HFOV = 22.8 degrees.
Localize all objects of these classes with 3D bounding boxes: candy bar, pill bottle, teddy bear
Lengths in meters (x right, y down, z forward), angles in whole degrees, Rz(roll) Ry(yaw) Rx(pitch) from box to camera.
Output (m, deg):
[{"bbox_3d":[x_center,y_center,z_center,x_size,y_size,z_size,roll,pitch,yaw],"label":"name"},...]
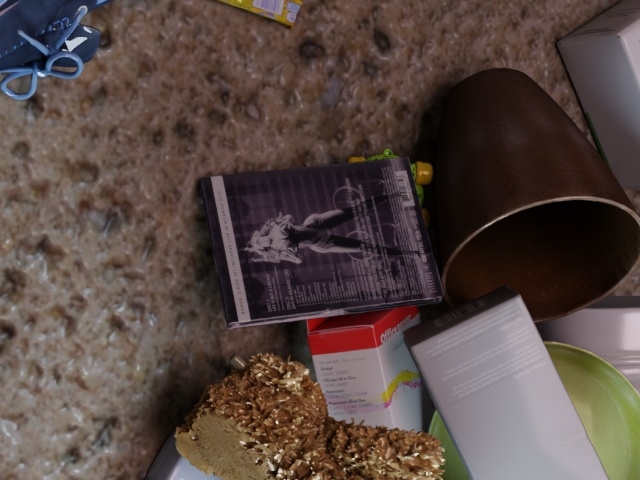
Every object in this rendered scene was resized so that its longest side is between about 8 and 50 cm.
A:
[{"bbox_3d":[-0.086,-0.254,1.614,0.161,0.018,0.040,15,87,-32],"label":"candy bar"},{"bbox_3d":[0.325,0.248,1.778,0.204,0.204,0.361,-3,93,-32],"label":"pill bottle"},{"bbox_3d":[0.025,0.246,1.512,0.338,0.245,0.113,31,44,12],"label":"teddy bear"}]

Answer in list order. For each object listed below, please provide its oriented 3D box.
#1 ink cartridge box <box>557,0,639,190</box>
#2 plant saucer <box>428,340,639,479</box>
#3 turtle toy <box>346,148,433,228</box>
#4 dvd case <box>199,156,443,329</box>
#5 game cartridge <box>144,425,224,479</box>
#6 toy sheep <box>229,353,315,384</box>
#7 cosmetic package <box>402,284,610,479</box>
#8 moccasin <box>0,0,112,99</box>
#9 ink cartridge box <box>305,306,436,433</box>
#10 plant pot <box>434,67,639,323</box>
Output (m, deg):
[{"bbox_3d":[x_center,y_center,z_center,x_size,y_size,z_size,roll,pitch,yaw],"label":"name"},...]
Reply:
[{"bbox_3d":[0.445,-0.212,1.885,0.278,0.117,0.201,-33,108,-26],"label":"ink cartridge box"},{"bbox_3d":[0.228,0.223,1.654,0.241,0.037,0.241,0,93,-2],"label":"plant saucer"},{"bbox_3d":[0.067,-0.033,1.685,0.095,0.066,0.130,5,85,-9],"label":"turtle toy"},{"bbox_3d":[0.000,0.000,1.595,0.221,0.018,0.164,-6,65,-14],"label":"dvd case"},{"bbox_3d":[-0.115,0.343,1.599,0.196,0.060,0.294,20,81,-34],"label":"game cartridge"},{"bbox_3d":[-0.044,0.163,1.616,0.091,0.091,0.132,-46,108,-22],"label":"toy sheep"},{"bbox_3d":[0.189,0.178,1.583,0.127,0.107,0.238,-24,96,-1],"label":"cosmetic package"},{"bbox_3d":[-0.240,-0.209,1.454,0.342,0.138,0.117,-41,116,-23],"label":"moccasin"},{"bbox_3d":[0.057,0.138,1.649,0.134,0.078,0.231,-34,113,-64],"label":"ink cartridge box"},{"bbox_3d":[0.206,-0.064,1.681,0.215,0.215,0.230,13,45,-31],"label":"plant pot"}]
